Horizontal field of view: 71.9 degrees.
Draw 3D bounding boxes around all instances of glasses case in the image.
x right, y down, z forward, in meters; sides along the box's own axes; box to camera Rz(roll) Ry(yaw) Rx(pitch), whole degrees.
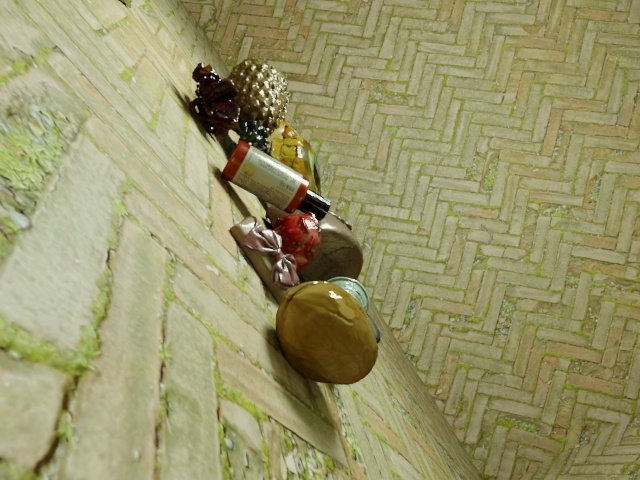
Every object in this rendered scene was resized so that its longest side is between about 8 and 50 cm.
[{"bbox_3d":[0.146,0.300,1.519,0.125,0.076,0.327,58,6,20],"label":"glasses case"},{"bbox_3d":[-0.101,0.032,0.890,0.193,0.070,0.102,57,7,-3],"label":"glasses case"}]

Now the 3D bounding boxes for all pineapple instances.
[{"bbox_3d":[-0.208,-0.372,1.352,0.202,0.202,0.361,49,43,-58],"label":"pineapple"}]

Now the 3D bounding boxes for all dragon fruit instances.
[{"bbox_3d":[-0.082,-0.012,1.053,0.111,0.153,0.153,24,30,-47],"label":"dragon fruit"}]

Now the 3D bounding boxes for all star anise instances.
[{"bbox_3d":[-0.297,-0.387,1.209,0.220,0.126,0.189,-177,-100,-69],"label":"star anise"}]

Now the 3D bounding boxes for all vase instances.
[{"bbox_3d":[0.043,0.178,1.030,0.143,0.143,0.299,57,8,-1],"label":"vase"}]

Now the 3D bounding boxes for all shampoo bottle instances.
[{"bbox_3d":[-0.102,-0.137,1.107,0.278,0.104,0.104,28,15,-17],"label":"shampoo bottle"}]

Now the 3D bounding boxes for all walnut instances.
[{"bbox_3d":[0.013,0.161,0.755,0.206,0.159,0.159,53,7,-27],"label":"walnut"}]

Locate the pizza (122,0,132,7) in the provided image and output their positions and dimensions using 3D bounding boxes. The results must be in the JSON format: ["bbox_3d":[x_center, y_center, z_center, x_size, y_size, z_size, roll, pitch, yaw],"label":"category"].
[{"bbox_3d":[-0.546,-0.680,1.159,0.184,0.036,0.176,61,7,32],"label":"pizza"}]

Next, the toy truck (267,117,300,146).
[{"bbox_3d":[-0.200,-0.441,1.984,0.211,0.204,0.288,57,7,24],"label":"toy truck"}]

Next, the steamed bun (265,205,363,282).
[{"bbox_3d":[0.000,0.000,1.280,0.301,0.199,0.251,51,8,-44],"label":"steamed bun"}]

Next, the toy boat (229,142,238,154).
[{"bbox_3d":[-0.207,-0.252,1.492,0.111,0.084,0.276,62,6,22],"label":"toy boat"}]

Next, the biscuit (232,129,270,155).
[{"bbox_3d":[-0.248,-0.357,1.531,0.250,0.036,0.165,34,0,-31],"label":"biscuit"}]

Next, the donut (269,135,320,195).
[{"bbox_3d":[-0.072,-0.182,1.468,0.330,0.160,0.329,-3,90,-75],"label":"donut"}]
